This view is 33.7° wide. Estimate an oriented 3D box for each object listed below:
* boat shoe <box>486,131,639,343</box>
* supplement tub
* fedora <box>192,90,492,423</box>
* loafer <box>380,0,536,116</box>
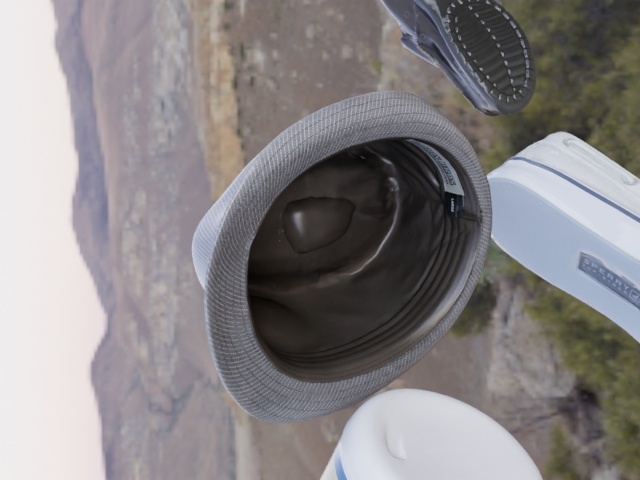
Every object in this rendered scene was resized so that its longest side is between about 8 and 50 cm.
[{"bbox_3d":[0.320,0.022,0.896,0.367,0.156,0.136,36,149,26],"label":"boat shoe"},{"bbox_3d":[0.052,0.219,0.727,0.144,0.144,0.200,-105,34,-56],"label":"supplement tub"},{"bbox_3d":[0.000,0.000,0.814,0.124,0.275,0.244,26,137,49],"label":"fedora"},{"bbox_3d":[0.120,-0.199,0.992,0.220,0.080,0.078,58,153,16],"label":"loafer"}]
